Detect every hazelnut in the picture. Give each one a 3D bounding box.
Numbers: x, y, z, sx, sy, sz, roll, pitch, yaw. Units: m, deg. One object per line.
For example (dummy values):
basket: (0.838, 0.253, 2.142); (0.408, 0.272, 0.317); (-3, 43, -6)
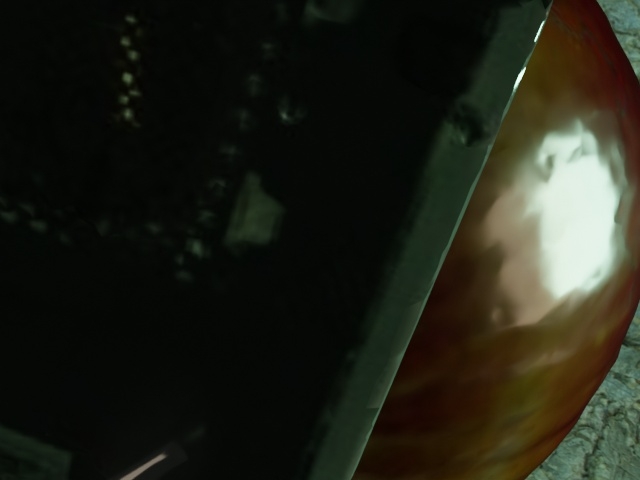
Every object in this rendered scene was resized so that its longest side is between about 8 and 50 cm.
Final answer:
hazelnut: (0.000, 0.000, 1.141); (0.429, 0.402, 0.402); (-54, -168, 39)

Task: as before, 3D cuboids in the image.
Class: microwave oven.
microwave oven: (-0.076, 0.004, 0.448); (0.237, 0.181, 0.295); (-70, -179, -61)
